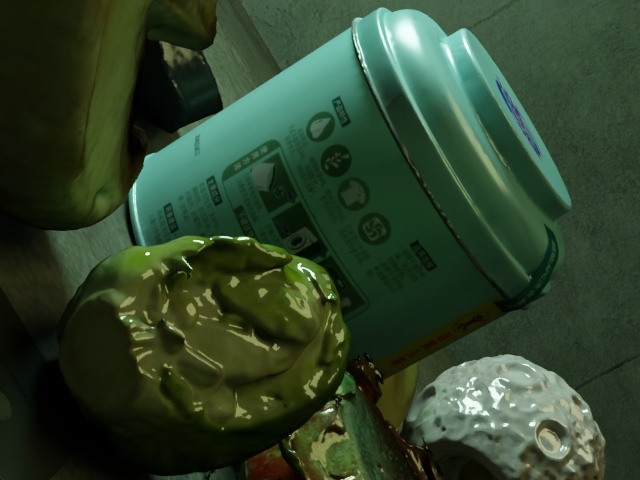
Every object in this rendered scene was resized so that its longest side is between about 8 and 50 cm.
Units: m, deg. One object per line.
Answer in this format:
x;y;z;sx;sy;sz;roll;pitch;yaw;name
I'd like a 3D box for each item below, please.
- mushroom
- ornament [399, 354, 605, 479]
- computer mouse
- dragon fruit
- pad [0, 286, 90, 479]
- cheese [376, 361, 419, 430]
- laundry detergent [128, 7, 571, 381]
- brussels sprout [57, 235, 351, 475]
-0.200;-0.132;0.727;0.217;0.212;0.292;17;22;4;mushroom
0.223;0.265;1.449;0.225;0.259;0.259;-26;85;-51;ornament
-0.179;-0.191;1.236;0.168;0.087;0.295;62;-6;-8;computer mouse
0.027;0.216;0.820;0.295;0.130;0.268;61;7;11;dragon fruit
-0.181;0.037;0.601;0.190;0.004;0.127;60;7;-5;pad
0.044;0.090;1.319;0.316;0.128;0.259;-78;150;-54;cheese
0.040;-0.028;1.028;0.287;0.305;0.287;52;18;-24;laundry detergent
-0.075;0.069;0.690;0.183;0.145;0.131;3;75;-36;brussels sprout
